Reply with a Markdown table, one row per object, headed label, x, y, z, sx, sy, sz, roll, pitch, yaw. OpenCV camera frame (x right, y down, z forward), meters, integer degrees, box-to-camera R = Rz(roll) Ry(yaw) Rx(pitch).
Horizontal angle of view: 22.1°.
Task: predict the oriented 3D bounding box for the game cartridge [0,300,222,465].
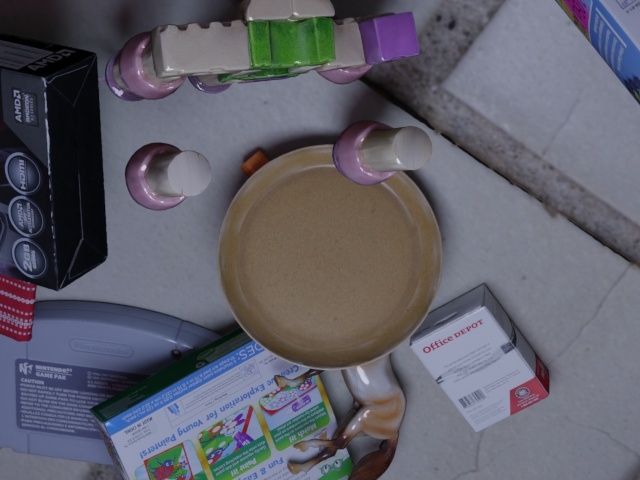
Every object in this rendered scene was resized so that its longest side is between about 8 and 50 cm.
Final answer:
| label | x | y | z | sx | sy | sz | roll | pitch | yaw |
| --- | --- | --- | --- | --- | --- | --- | --- | --- | --- |
| game cartridge | -0.249 | 0.167 | 1.890 | 0.294 | 0.060 | 0.196 | 7 | 121 | 4 |

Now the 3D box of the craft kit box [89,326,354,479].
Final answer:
| label | x | y | z | sx | sy | sz | roll | pitch | yaw |
| --- | --- | --- | --- | --- | --- | --- | --- | --- | --- |
| craft kit box | -0.099 | 0.236 | 1.827 | 0.250 | 0.061 | 0.246 | -28 | 112 | -19 |

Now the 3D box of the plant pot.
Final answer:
| label | x | y | z | sx | sy | sz | roll | pitch | yaw |
| --- | --- | --- | --- | --- | --- | --- | --- | --- | --- |
| plant pot | 0.010 | 0.018 | 1.722 | 0.236 | 0.032 | 0.236 | 0 | 89 | -2 |

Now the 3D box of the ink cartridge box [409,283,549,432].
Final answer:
| label | x | y | z | sx | sy | sz | roll | pitch | yaw |
| --- | --- | --- | --- | --- | --- | --- | --- | --- | --- |
| ink cartridge box | 0.176 | 0.129 | 1.803 | 0.099 | 0.056 | 0.135 | -29 | 110 | 21 |

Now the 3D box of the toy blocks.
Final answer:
| label | x | y | z | sx | sy | sz | roll | pitch | yaw |
| --- | --- | --- | --- | --- | --- | --- | --- | --- | --- |
| toy blocks | -0.068 | -0.195 | 1.607 | 0.289 | 0.260 | 0.309 | -7 | 93 | -19 |

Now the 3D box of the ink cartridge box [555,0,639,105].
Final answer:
| label | x | y | z | sx | sy | sz | roll | pitch | yaw |
| --- | --- | --- | --- | --- | --- | --- | --- | --- | --- |
| ink cartridge box | 0.420 | -0.166 | 1.421 | 0.270 | 0.151 | 0.395 | -36 | 73 | 2 |

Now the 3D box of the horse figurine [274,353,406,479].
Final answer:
| label | x | y | z | sx | sy | sz | roll | pitch | yaw |
| --- | --- | --- | --- | --- | --- | --- | --- | --- | --- |
| horse figurine | 0.035 | 0.164 | 1.813 | 0.174 | 0.066 | 0.263 | -19 | 109 | -20 |

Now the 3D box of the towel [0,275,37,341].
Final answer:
| label | x | y | z | sx | sy | sz | roll | pitch | yaw |
| --- | --- | --- | --- | --- | --- | --- | --- | --- | --- |
| towel | -0.387 | -0.037 | 1.789 | 0.199 | 0.031 | 0.274 | 20 | 120 | 17 |

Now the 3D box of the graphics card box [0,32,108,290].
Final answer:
| label | x | y | z | sx | sy | sz | roll | pitch | yaw |
| --- | --- | --- | --- | --- | --- | --- | --- | --- | --- |
| graphics card box | -0.393 | -0.104 | 1.675 | 0.371 | 0.094 | 0.232 | 14 | 118 | 25 |

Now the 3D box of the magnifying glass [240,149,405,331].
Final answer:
| label | x | y | z | sx | sy | sz | roll | pitch | yaw |
| --- | --- | --- | --- | --- | --- | --- | --- | --- | --- |
| magnifying glass | 0.000 | 0.000 | 1.748 | 0.092 | 0.026 | 0.231 | -41 | 89 | -3 |
